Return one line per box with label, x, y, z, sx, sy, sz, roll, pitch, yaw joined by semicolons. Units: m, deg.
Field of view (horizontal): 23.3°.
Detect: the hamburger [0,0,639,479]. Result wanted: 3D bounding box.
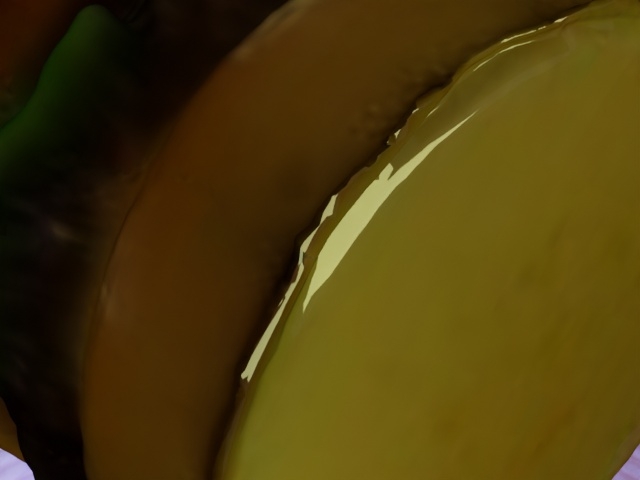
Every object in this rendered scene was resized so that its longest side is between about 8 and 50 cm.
hamburger;0.000;0.000;0.780;0.395;0.277;0.396;-30;138;-31
